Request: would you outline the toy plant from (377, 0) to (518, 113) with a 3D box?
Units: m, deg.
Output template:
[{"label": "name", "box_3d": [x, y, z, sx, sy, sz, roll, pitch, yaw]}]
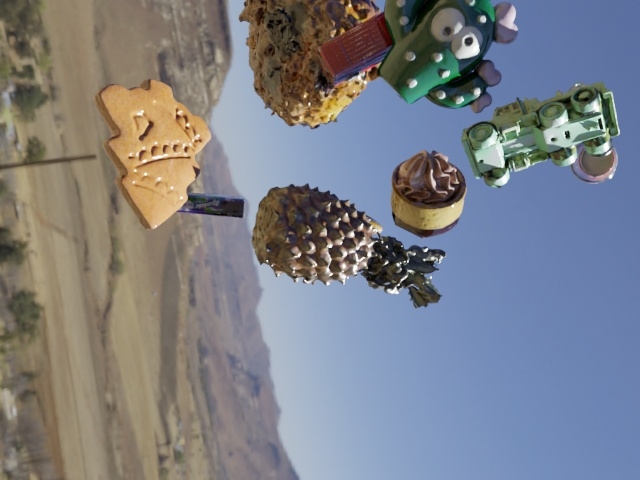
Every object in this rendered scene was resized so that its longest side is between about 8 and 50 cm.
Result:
[{"label": "toy plant", "box_3d": [0.210, -0.339, 1.324, 0.112, 0.232, 0.243, -112, -141, -73]}]

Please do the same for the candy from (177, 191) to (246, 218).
[{"label": "candy", "box_3d": [-0.370, -0.108, 2.271, 0.088, 0.312, 0.061, -118, -146, -83]}]

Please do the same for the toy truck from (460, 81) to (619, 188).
[{"label": "toy truck", "box_3d": [0.384, -0.202, 1.413, 0.135, 0.259, 0.128, -98, 162, -46]}]

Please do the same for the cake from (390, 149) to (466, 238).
[{"label": "cake", "box_3d": [0.266, -0.134, 1.938, 0.178, 0.185, 0.208, 85, 9, -56]}]

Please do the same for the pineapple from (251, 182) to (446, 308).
[{"label": "pineapple", "box_3d": [0.062, 0.011, 1.382, 0.175, 0.361, 0.175, -168, -90, -69]}]

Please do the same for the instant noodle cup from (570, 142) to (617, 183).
[{"label": "instant noodle cup", "box_3d": [0.723, -0.211, 2.082, 0.135, 0.127, 0.127, -16, 96, -73]}]

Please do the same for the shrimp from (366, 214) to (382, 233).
[{"label": "shrimp", "box_3d": [0.107, -0.061, 2.108, 0.162, 0.045, 0.095, 16, 37, -49]}]

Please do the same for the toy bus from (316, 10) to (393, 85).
[{"label": "toy bus", "box_3d": [0.090, -0.352, 1.391, 0.081, 0.195, 0.089, 62, 1, -3]}]

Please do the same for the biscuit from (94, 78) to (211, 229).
[{"label": "biscuit", "box_3d": [-0.327, -0.172, 1.576, 0.283, 0.043, 0.307, 13, 72, -50]}]

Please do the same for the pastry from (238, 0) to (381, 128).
[{"label": "pastry", "box_3d": [-0.010, -0.453, 1.767, 0.337, 0.292, 0.406, 4, -78, 46]}]
